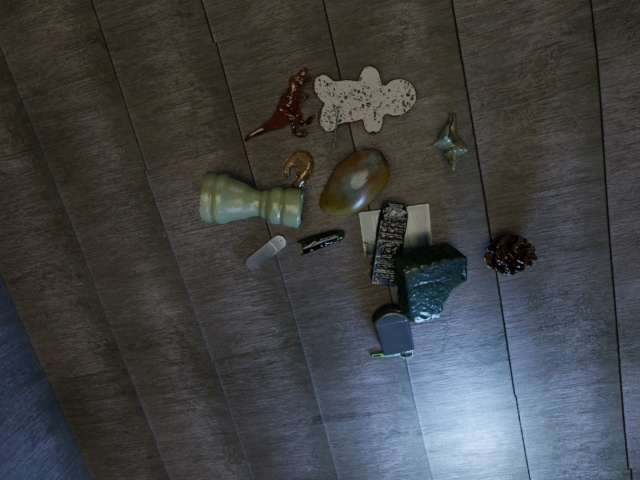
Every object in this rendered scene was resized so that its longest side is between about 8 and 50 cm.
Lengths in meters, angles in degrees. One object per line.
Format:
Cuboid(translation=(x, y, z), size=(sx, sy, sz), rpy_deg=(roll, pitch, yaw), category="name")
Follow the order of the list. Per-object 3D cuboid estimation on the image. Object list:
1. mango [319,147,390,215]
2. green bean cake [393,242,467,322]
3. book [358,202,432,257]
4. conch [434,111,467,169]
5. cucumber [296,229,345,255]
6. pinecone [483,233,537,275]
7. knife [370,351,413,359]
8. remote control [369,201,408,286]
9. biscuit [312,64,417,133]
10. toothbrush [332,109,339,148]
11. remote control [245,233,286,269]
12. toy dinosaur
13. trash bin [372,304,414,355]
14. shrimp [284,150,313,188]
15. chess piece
Cuboid(translation=(0.139, -0.243, 1.823), size=(0.384, 0.199, 0.221), rpy_deg=(-37, 105, 26), category="mango")
Cuboid(translation=(0.498, 0.190, 1.884), size=(0.301, 0.169, 0.307), rpy_deg=(-13, 113, -6), category="green bean cake")
Cuboid(translation=(0.352, -0.045, 1.937), size=(0.323, 0.018, 0.228), rpy_deg=(-6, 105, 8), category="book")
Cuboid(translation=(0.542, -0.415, 1.767), size=(0.114, 0.137, 0.233), rpy_deg=(-24, 90, 42), category="conch")
Cuboid(translation=(0.001, 0.001, 1.963), size=(0.242, 0.074, 0.074), rpy_deg=(-20, 102, 9), category="cucumber")
Cuboid(translation=(0.831, 0.065, 1.816), size=(0.179, 0.204, 0.184), rpy_deg=(35, 90, -7), category="pinecone")
Cuboid(translation=(0.362, 0.582, 2.104), size=(0.212, 0.015, 0.054), rpy_deg=(-5, 112, 7), category="knife")
Cuboid(translation=(0.312, 0.018, 1.917), size=(0.145, 0.062, 0.398), rpy_deg=(8, 108, 5), category="remote control")
Cuboid(translation=(0.192, -0.598, 1.784), size=(0.433, 0.064, 0.282), rpy_deg=(-5, 110, 9), category="biscuit")
Cuboid(translation=(0.065, -0.482, 1.807), size=(0.014, 0.011, 0.167), rpy_deg=(11, 114, 11), category="toothbrush")
Cuboid(translation=(-0.266, 0.059, 2.034), size=(0.245, 0.022, 0.077), rpy_deg=(-39, 100, 14), category="remote control")
Cuboid(translation=(-0.143, -0.533, 1.821), size=(0.208, 0.097, 0.432), rpy_deg=(37, 114, -12), category="toy dinosaur")
Cuboid(translation=(0.354, 0.431, 2.023), size=(0.177, 0.101, 0.236), rpy_deg=(-14, 105, 8), category="trash bin")
Cuboid(translation=(-0.105, -0.321, 1.908), size=(0.133, 0.052, 0.187), rpy_deg=(27, 101, 19), category="shrimp")
Cuboid(translation=(-0.302, -0.170, 1.888), size=(0.443, 0.234, 0.233), rpy_deg=(7, 105, 0), category="chess piece")
